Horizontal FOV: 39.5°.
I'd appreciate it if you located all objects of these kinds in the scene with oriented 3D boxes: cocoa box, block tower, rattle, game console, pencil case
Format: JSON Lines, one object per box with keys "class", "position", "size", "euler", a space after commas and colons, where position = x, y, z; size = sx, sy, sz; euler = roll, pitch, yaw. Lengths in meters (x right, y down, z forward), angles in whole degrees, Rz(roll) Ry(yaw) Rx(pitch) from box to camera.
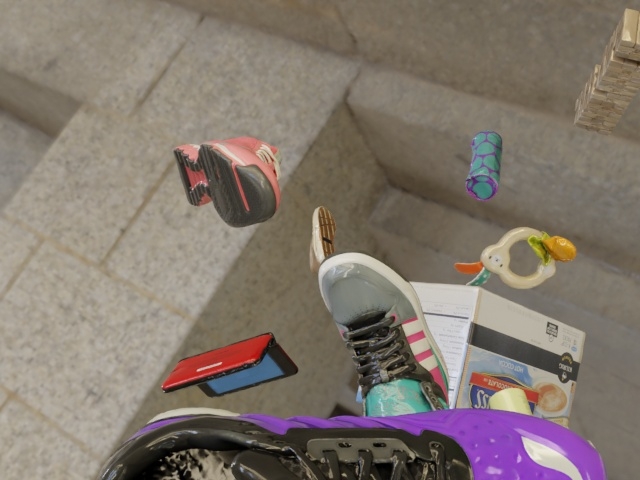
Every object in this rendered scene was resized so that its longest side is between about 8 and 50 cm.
{"class": "cocoa box", "position": [0.274, 0.227, 1.603], "size": [0.347, 0.228, 0.231], "euler": [22, 166, -41]}
{"class": "block tower", "position": [0.664, -0.364, 2.002], "size": [0.090, 0.097, 0.335], "euler": [15, 155, 4]}
{"class": "rattle", "position": [0.380, 0.050, 1.748], "size": [0.199, 0.130, 0.143], "euler": [-7, -158, -8]}
{"class": "game console", "position": [-0.117, 0.184, 1.180], "size": [0.124, 0.144, 0.085], "euler": [-60, -51, -69]}
{"class": "pencil case", "position": [0.323, -0.150, 1.763], "size": [0.070, 0.152, 0.064], "euler": [-24, 122, 35]}

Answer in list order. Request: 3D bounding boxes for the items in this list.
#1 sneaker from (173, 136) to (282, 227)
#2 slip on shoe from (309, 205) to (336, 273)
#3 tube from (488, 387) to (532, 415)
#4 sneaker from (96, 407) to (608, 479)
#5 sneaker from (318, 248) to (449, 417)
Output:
{"class": "sneaker", "position": [-0.107, -0.107, 1.265], "size": [0.314, 0.136, 0.116], "euler": [25, 133, 62]}
{"class": "slip on shoe", "position": [0.000, 0.000, 1.560], "size": [0.041, 0.135, 0.051], "euler": [-33, 137, 32]}
{"class": "tube", "position": [0.317, 0.341, 1.353], "size": [0.070, 0.240, 0.062], "euler": [16, 133, -32]}
{"class": "sneaker", "position": [0.013, 0.146, 0.487], "size": [0.293, 0.102, 0.146], "euler": [-2, 172, 8]}
{"class": "sneaker", "position": [0.082, 0.164, 1.106], "size": [0.123, 0.178, 0.296], "euler": [-23, 123, 18]}
